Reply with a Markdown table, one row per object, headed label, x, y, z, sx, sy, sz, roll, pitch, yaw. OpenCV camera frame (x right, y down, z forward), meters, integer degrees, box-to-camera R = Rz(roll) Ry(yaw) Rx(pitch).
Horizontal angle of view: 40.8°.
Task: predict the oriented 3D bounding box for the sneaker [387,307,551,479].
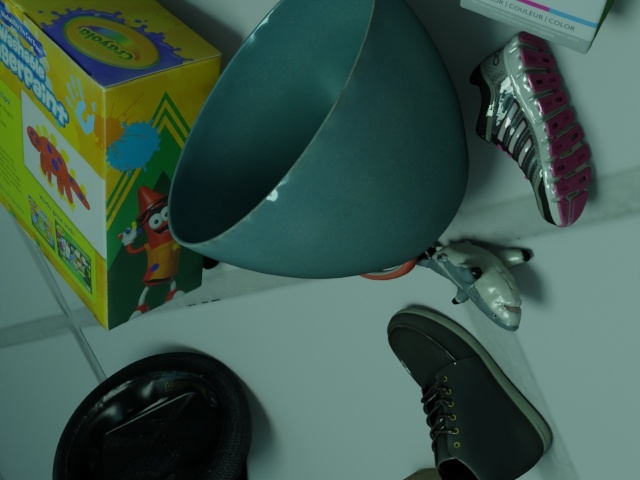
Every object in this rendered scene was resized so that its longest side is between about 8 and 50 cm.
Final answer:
| label | x | y | z | sx | sy | sz | roll | pitch | yaw |
| --- | --- | --- | --- | --- | --- | --- | --- | --- | --- |
| sneaker | 0.136 | 0.173 | 0.925 | 0.222 | 0.118 | 0.083 | 43 | 139 | 17 |

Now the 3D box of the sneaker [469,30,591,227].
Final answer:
| label | x | y | z | sx | sy | sz | roll | pitch | yaw |
| --- | --- | --- | --- | --- | --- | --- | --- | --- | --- |
| sneaker | 0.179 | -0.091 | 0.750 | 0.075 | 0.063 | 0.170 | -12 | 100 | 49 |

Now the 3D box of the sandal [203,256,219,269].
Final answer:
| label | x | y | z | sx | sy | sz | roll | pitch | yaw |
| --- | --- | --- | --- | --- | --- | --- | --- | --- | --- |
| sandal | -0.163 | -0.033 | 1.166 | 0.067 | 0.040 | 0.179 | 33 | 135 | 27 |

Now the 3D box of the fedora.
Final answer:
| label | x | y | z | sx | sy | sz | roll | pitch | yaw |
| --- | --- | --- | --- | --- | --- | --- | --- | --- | --- |
| fedora | -0.241 | 0.341 | 1.342 | 0.334 | 0.334 | 0.152 | 25 | 161 | 34 |

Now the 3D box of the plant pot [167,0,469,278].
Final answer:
| label | x | y | z | sx | sy | sz | roll | pitch | yaw |
| --- | --- | --- | --- | --- | --- | --- | --- | --- | --- |
| plant pot | 0.022 | -0.079 | 0.791 | 0.195 | 0.290 | 0.290 | 31 | 150 | -27 |

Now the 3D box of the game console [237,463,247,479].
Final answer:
| label | x | y | z | sx | sy | sz | roll | pitch | yaw |
| --- | --- | --- | --- | --- | --- | --- | --- | --- | --- |
| game console | -0.098 | 0.461 | 1.426 | 0.361 | 0.044 | 0.213 | 26 | 132 | 33 |

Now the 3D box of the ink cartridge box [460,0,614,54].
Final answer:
| label | x | y | z | sx | sy | sz | roll | pitch | yaw |
| --- | --- | --- | --- | --- | --- | --- | --- | --- | --- |
| ink cartridge box | 0.171 | -0.240 | 0.595 | 0.109 | 0.062 | 0.209 | 26 | 150 | 15 |

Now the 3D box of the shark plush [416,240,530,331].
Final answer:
| label | x | y | z | sx | sy | sz | roll | pitch | yaw |
| --- | --- | --- | --- | --- | --- | --- | --- | --- | --- |
| shark plush | 0.137 | 0.040 | 0.870 | 0.161 | 0.073 | 0.067 | 14 | 117 | 45 |

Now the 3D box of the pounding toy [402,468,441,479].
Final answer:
| label | x | y | z | sx | sy | sz | roll | pitch | yaw |
| --- | --- | --- | --- | --- | --- | --- | --- | --- | --- |
| pounding toy | 0.161 | 0.354 | 1.054 | 0.130 | 0.100 | 0.141 | -21 | 88 | 50 |

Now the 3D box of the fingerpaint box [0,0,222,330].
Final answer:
| label | x | y | z | sx | sy | sz | roll | pitch | yaw |
| --- | --- | --- | --- | --- | --- | --- | --- | --- | --- |
| fingerpaint box | -0.328 | -0.172 | 1.126 | 0.445 | 0.163 | 0.371 | 41 | 139 | 30 |

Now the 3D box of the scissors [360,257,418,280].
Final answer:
| label | x | y | z | sx | sy | sz | roll | pitch | yaw |
| --- | --- | --- | --- | --- | --- | --- | --- | --- | --- |
| scissors | 0.000 | 0.000 | 1.010 | 0.297 | 0.021 | 0.109 | -9 | 91 | 49 |
